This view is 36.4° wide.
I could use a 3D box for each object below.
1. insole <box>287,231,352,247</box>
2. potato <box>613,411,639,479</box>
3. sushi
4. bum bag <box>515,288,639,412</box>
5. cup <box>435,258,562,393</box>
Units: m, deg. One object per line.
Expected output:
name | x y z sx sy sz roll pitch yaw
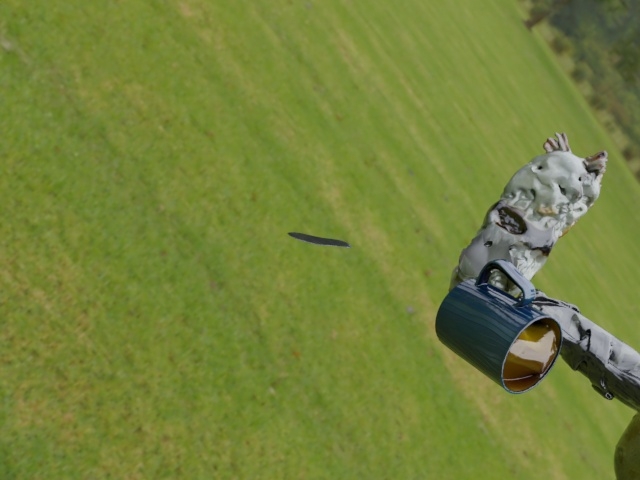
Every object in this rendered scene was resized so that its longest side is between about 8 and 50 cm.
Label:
insole | 0.000 0.000 1.817 0.153 0.002 0.053 7 19 -45
potato | 0.714 0.414 1.933 0.210 0.307 0.173 23 -19 47
sushi | 0.327 -0.019 1.556 0.124 0.332 0.130 36 -8 26
bum bag | 0.454 0.192 1.568 0.340 0.095 0.144 37 5 29
cup | 0.248 0.111 1.327 0.113 0.150 0.138 29 2 -44
